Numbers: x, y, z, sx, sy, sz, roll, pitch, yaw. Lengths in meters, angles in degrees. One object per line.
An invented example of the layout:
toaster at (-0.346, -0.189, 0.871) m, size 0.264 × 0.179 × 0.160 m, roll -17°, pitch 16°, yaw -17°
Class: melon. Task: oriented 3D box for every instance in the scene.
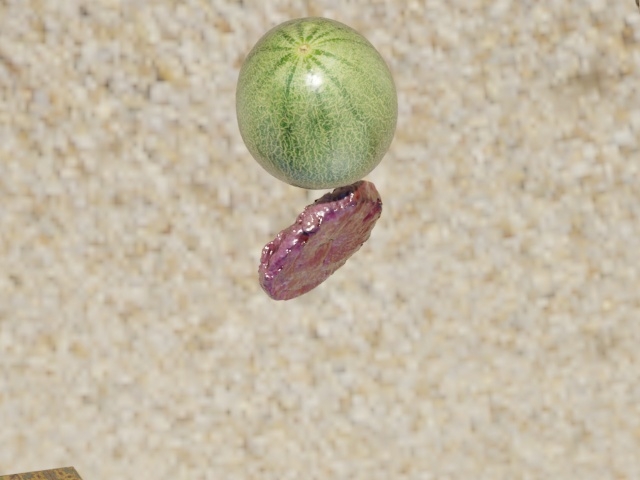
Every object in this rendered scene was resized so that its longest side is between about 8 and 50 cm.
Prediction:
melon at (-0.003, -0.112, 1.608) m, size 0.139 × 0.139 × 0.192 m, roll -7°, pitch 155°, yaw 5°

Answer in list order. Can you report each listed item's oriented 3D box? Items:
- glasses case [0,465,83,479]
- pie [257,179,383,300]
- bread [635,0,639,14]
glasses case at (-0.277, 0.228, 1.477) m, size 0.218 × 0.075 × 0.049 m, roll -3°, pitch 122°, yaw -35°
pie at (0.000, 0.000, 1.859) m, size 0.154 × 0.036 × 0.154 m, roll -36°, pitch 160°, yaw -15°
bread at (0.382, -0.172, 1.712) m, size 0.123 × 0.230 × 0.230 m, roll -34°, pitch 139°, yaw 12°
